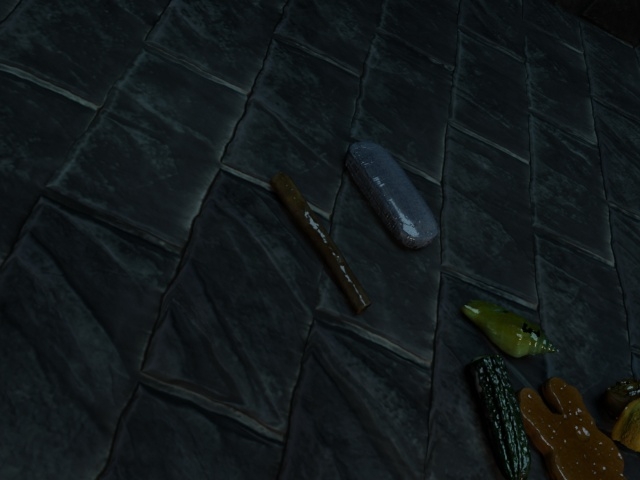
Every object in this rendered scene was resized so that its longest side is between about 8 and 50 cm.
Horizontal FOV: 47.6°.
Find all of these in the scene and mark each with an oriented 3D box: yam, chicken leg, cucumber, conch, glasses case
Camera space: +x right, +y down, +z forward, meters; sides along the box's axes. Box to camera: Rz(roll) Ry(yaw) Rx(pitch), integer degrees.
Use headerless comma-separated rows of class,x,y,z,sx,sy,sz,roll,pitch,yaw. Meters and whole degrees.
yam,0.000,0.000,1.414,0.045,0.045,0.326,-27,69,-18
chicken leg,0.682,0.373,1.480,0.251,0.087,0.107,39,77,-6
cucumber,0.332,0.319,1.326,0.077,0.077,0.265,6,54,-26
conch,0.383,0.181,1.472,0.201,0.079,0.095,39,26,16
glasses case,0.153,-0.104,1.572,0.109,0.067,0.282,-17,66,-35

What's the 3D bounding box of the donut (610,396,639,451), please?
donut,0.664,0.378,1.399,0.181,0.078,0.146,43,86,-11

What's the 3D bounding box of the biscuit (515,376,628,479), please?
biscuit,0.482,0.400,1.364,0.186,0.044,0.295,-9,58,-31
